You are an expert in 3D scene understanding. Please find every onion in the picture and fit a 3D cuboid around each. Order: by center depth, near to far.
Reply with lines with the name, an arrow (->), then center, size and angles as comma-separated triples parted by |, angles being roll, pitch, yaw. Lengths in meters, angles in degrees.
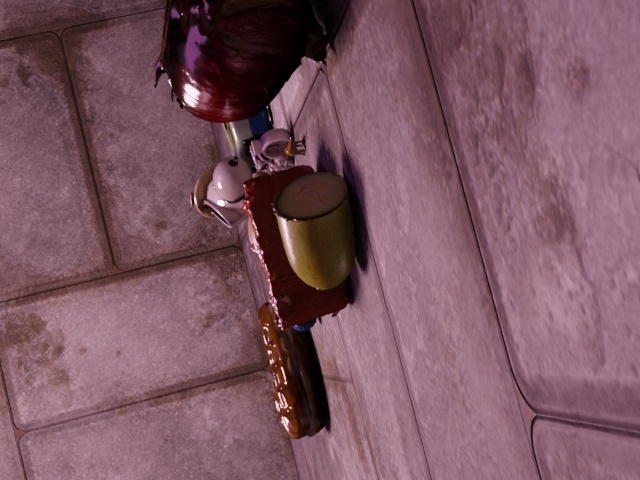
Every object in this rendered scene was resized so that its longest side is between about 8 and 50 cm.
onion -> -0.097, -0.311, 1.373 | 0.314, 0.232, 0.314 | -168, 90, -80

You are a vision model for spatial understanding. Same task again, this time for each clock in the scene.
clock -> -0.092, -0.171, 1.964 | 0.129, 0.087, 0.041 | 76, 176, -60

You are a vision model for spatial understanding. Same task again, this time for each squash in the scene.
squash -> 0.000, 0.000, 1.533 | 0.123, 0.123, 0.187 | -116, 11, -54

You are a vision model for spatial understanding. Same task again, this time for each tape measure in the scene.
tape measure -> -0.201, -0.341, 2.283 | 0.215, 0.097, 0.352 | 102, 146, -73

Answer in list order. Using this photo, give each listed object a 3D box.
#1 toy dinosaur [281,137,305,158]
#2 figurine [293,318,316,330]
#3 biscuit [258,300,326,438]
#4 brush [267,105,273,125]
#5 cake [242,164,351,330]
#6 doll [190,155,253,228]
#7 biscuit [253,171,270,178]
toy dinosaur -> -0.046, -0.169, 1.812 | 0.113, 0.041, 0.026 | 134, 125, -74
figurine -> -0.028, 0.153, 2.150 | 0.079, 0.077, 0.136 | 44, 159, -11
biscuit -> -0.068, 0.337, 2.495 | 0.268, 0.115, 0.367 | -123, 19, -64
brush -> -0.112, -0.286, 2.145 | 0.024, 0.008, 0.083 | -113, 12, -61
cake -> -0.047, 0.011, 1.729 | 0.177, 0.150, 0.283 | -147, 39, -72
doll -> -0.171, -0.059, 2.223 | 0.271, 0.144, 0.208 | 54, 155, 5
biscuit -> -0.116, -0.080, 2.337 | 0.061, 0.055, 0.219 | 70, 178, -46
